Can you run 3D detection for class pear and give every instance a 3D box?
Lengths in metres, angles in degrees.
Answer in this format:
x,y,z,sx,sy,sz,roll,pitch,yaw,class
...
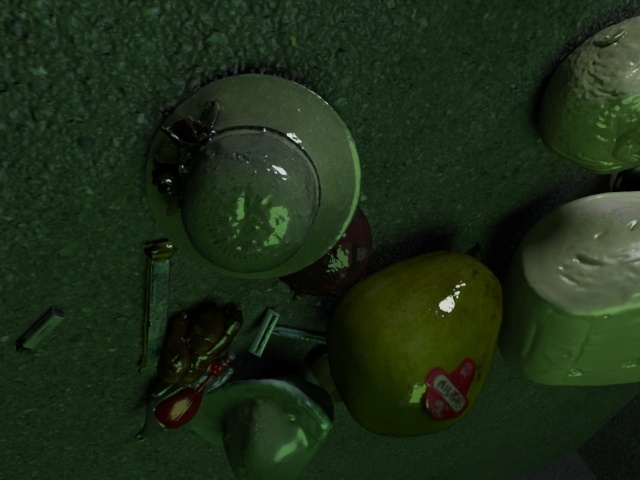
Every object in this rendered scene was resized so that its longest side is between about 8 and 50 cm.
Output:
x,y,z,sx,sy,sz,roll,pitch,yaw,class
0.176,0.158,0.977,0.375,0.287,0.287,-54,141,-7,pear

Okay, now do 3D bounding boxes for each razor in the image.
x,y,z,sx,sy,sz,roll,pitch,yaw,class
-0.042,0.176,1.040,0.211,0.036,0.084,19,100,-50,razor

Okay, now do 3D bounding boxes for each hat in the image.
x,y,z,sx,sy,sz,roll,pitch,yaw,class
-0.074,-0.042,0.610,0.257,0.130,0.257,-1,114,-3,hat

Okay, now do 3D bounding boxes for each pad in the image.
x,y,z,sx,sy,sz,roll,pitch,yaw,class
0.128,0.251,1.224,0.287,0.018,0.284,-27,146,-4,pad

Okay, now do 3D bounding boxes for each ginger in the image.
x,y,z,sx,sy,sz,roll,pitch,yaw,class
-0.200,0.160,0.886,0.162,0.073,0.103,-49,156,3,ginger

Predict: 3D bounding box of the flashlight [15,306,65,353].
x,y,z,sx,sy,sz,roll,pitch,yaw,class
-0.383,0.124,0.768,0.083,0.018,0.018,-41,140,13,flashlight

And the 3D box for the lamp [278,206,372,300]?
x,y,z,sx,sy,sz,roll,pitch,yaw,class
-0.003,-0.004,0.784,0.157,0.156,0.135,-17,-165,31,lamp

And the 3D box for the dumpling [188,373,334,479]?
x,y,z,sx,sy,sz,roll,pitch,yaw,class
-0.097,0.367,1.071,0.270,0.212,0.320,14,115,-39,dumpling

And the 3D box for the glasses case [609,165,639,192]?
x,y,z,sx,sy,sz,roll,pitch,yaw,class
0.701,-0.176,1.083,0.314,0.075,0.122,-26,146,-2,glasses case

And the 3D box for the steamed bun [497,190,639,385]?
x,y,z,sx,sy,sz,roll,pitch,yaw,class
0.579,0.080,1.098,0.456,0.289,0.371,-4,142,1,steamed bun

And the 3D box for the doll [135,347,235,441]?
x,y,z,sx,sy,sz,roll,pitch,yaw,class
-0.240,0.268,0.975,0.227,0.075,0.102,-47,126,6,doll

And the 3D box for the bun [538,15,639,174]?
x,y,z,sx,sy,sz,roll,pitch,yaw,class
0.458,-0.205,0.841,0.244,0.153,0.243,-21,141,-19,bun

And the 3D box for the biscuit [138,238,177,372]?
x,y,z,sx,sy,sz,roll,pitch,yaw,class
-0.243,0.110,0.837,0.048,0.026,0.291,-10,139,-29,biscuit
